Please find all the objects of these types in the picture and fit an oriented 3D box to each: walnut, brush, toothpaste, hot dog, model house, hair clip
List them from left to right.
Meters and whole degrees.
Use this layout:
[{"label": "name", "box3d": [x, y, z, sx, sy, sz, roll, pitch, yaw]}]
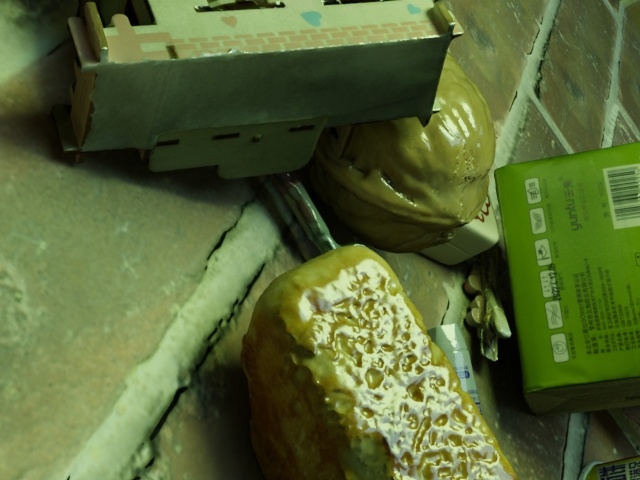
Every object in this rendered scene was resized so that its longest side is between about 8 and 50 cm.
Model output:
[{"label": "model house", "box3d": [-0.074, -0.195, 0.817, 0.326, 0.169, 0.244, -10, 62, -24]}, {"label": "brush", "box3d": [0.000, 0.000, 0.912, 0.301, 0.071, 0.084, 57, 20, -7]}, {"label": "hot dog", "box3d": [0.035, 0.145, 0.752, 0.150, 0.153, 0.257, -20, 69, -30]}, {"label": "walnut", "box3d": [0.073, -0.100, 0.973, 0.198, 0.198, 0.245, 18, 32, -49]}, {"label": "toothpaste", "box3d": [0.146, 0.183, 1.003, 0.067, 0.043, 0.195, 12, 61, -55]}, {"label": "hair clip", "box3d": [0.199, 0.061, 1.170, 0.062, 0.056, 0.214, 25, 34, -15]}]

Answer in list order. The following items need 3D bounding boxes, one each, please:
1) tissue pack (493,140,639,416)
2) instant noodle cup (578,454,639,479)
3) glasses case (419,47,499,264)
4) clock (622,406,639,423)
[{"label": "tissue pack", "box3d": [0.324, 0.050, 1.148, 0.167, 0.200, 0.275, 48, 35, -63]}, {"label": "instant noodle cup", "box3d": [0.436, 0.337, 1.167, 0.213, 0.174, 0.213, 36, 38, -35]}, {"label": "glasses case", "box3d": [0.118, -0.141, 1.186, 0.144, 0.076, 0.336, 23, 47, -45]}, {"label": "clock", "box3d": [0.478, 0.113, 1.332, 0.322, 0.113, 0.296, 29, 64, -20]}]
